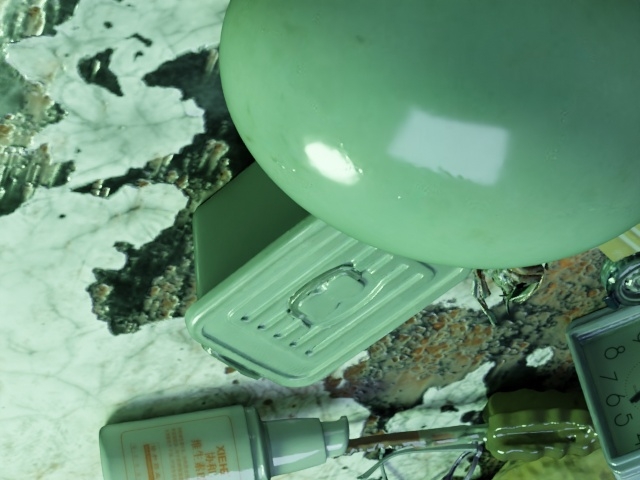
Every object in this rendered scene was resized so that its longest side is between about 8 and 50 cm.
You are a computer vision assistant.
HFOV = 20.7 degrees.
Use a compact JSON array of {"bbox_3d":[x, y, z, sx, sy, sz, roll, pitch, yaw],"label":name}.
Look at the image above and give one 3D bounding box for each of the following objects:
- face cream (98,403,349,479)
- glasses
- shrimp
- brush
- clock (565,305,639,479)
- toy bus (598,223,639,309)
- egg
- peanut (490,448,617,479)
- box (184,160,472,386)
[{"bbox_3d":[-0.093,0.217,1.767,0.251,0.101,0.101,-8,140,-6],"label":"face cream"},{"bbox_3d":[0.095,0.245,1.911,0.103,0.062,0.140,32,126,-14],"label":"glasses"},{"bbox_3d":[0.174,0.016,1.632,0.073,0.075,0.190,-39,156,-19],"label":"shrimp"},{"bbox_3d":[0.156,0.199,1.834,0.301,0.084,0.071,-5,98,-2],"label":"brush"},{"bbox_3d":[0.337,0.147,1.730,0.144,0.193,0.073,-23,138,12],"label":"clock"},{"bbox_3d":[0.362,-0.015,1.562,0.202,0.177,0.365,-39,133,20],"label":"toy bus"},{"bbox_3d":[0.111,-0.117,1.289,0.388,0.276,0.276,6,137,-27],"label":"egg"},{"bbox_3d":[0.212,0.311,1.941,0.149,0.149,0.313,28,121,-39],"label":"peanut"},{"bbox_3d":[0.000,0.000,1.511,0.243,0.135,0.163,-37,134,27],"label":"box"}]
